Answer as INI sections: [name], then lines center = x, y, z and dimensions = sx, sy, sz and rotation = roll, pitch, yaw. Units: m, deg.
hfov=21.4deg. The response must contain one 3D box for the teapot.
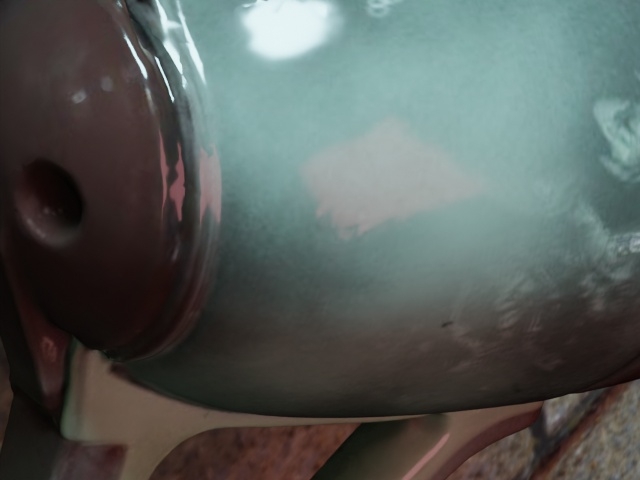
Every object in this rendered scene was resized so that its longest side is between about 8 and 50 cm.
[teapot]
center = 0.000, 0.000, 0.683
dimensions = 0.312, 0.233, 0.314
rotation = -7, 114, -38
